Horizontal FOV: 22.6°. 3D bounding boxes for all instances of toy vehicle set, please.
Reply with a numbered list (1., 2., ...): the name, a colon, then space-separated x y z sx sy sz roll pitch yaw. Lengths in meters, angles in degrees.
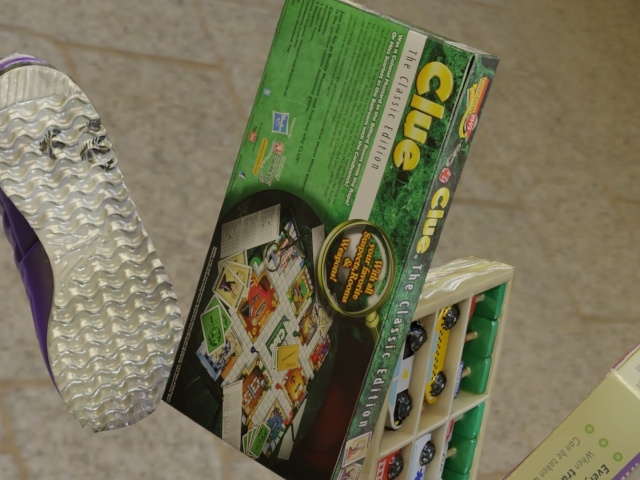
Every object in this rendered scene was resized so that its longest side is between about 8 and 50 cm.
1. toy vehicle set: 0.052 0.150 1.016 0.035 0.166 0.266 18 -71 28

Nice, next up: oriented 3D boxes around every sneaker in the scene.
1. sneaker: -0.183 -0.006 1.184 0.146 0.102 0.293 -137 -148 -63

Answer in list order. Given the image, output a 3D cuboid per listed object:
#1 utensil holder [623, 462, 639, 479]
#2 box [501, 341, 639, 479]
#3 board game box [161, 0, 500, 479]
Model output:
1. utensil holder: 0.203 0.184 0.479 0.328 0.385 0.327 28 -43 30
2. box: 0.181 0.212 0.842 0.243 0.117 0.213 45 -70 12
3. board game box: 0.000 0.000 0.887 0.136 0.030 0.259 29 -73 37
